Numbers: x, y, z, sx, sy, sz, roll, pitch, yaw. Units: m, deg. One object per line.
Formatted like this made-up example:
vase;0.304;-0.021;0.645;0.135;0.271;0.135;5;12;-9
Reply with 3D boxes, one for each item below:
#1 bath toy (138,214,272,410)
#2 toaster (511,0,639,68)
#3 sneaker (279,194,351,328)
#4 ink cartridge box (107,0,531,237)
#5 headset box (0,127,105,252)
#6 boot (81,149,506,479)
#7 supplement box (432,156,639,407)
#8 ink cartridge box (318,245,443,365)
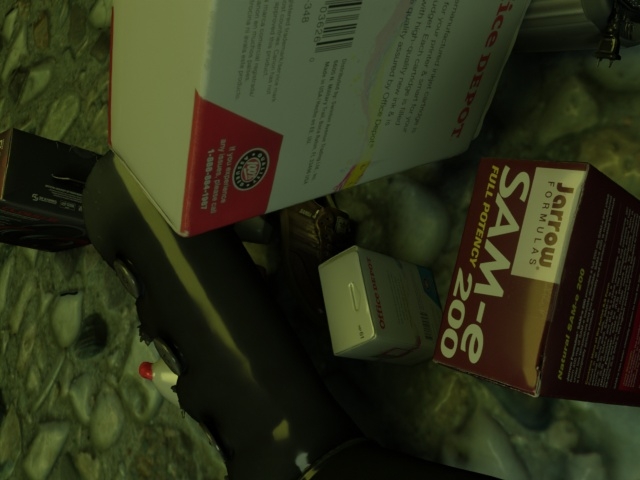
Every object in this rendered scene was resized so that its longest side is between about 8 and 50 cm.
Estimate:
bath toy;-0.128;0.035;0.830;0.129;0.151;0.348;9;85;4
toaster;0.211;-0.254;0.615;0.146;0.129;0.227;8;89;47
sneaker;0.000;0.000;0.769;0.071;0.066;0.188;-32;59;31
ink cartridge box;0.007;-0.156;0.532;0.131;0.306;0.226;43;136;30
headset box;-0.427;-0.067;1.070;0.293;0.218;0.110;-9;73;40
boot;-0.039;0.091;0.560;0.445;0.146;0.367;61;150;16
supplement box;0.181;0.040;0.474;0.073;0.239;0.130;10;84;43
ink cartridge box;0.060;0.064;0.657;0.052;0.122;0.088;-28;60;33
